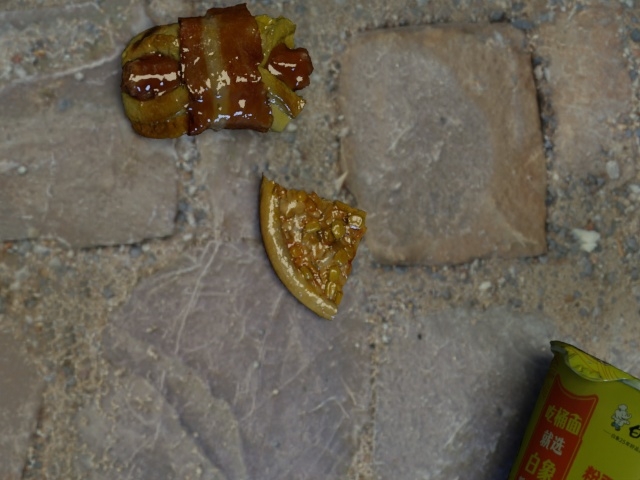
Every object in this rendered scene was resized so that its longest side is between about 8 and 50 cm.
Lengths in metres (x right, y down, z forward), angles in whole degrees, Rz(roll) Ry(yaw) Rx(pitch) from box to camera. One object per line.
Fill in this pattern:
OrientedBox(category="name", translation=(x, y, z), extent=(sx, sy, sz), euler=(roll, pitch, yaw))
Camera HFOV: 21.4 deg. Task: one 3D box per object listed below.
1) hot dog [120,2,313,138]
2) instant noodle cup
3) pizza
OrientedBox(category="hot dog", translation=(-0.111, -0.179, 1.820), extent=(0.213, 0.103, 0.146), euler=(-11, 91, -18))
OrientedBox(category="instant noodle cup", translation=(0.334, 0.274, 1.858), extent=(0.311, 0.311, 0.222), euler=(29, 87, -15))
OrientedBox(category="pizza", translation=(0.000, 0.000, 1.880), extent=(0.130, 0.041, 0.178), euler=(-14, 91, -20))
